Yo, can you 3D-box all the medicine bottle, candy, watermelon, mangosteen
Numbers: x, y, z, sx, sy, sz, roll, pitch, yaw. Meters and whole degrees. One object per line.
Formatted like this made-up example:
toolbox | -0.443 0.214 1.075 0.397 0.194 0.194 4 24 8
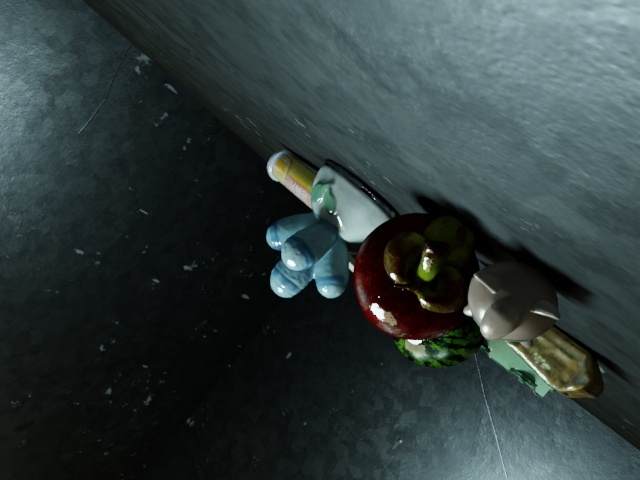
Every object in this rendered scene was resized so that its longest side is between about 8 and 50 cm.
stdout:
medicine bottle | -0.014 -0.146 1.551 0.108 0.108 0.426 38 -178 -46
candy | 0.450 0.211 1.071 0.143 0.101 0.271 29 -167 -49
watermelon | 0.314 0.208 1.381 0.269 0.269 0.269 39 -179 0
mangosteen | 0.165 0.048 0.847 0.215 0.215 0.257 39 158 9

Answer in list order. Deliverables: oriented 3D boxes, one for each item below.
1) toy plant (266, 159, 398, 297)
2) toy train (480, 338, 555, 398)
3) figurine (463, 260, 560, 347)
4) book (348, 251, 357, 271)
toy plant | 0.000 0.000 1.258 0.247 0.332 0.247 41 180 0
toy train | 0.544 0.301 1.493 0.326 0.129 0.159 38 -174 24
figurine | 0.266 0.089 0.729 0.125 0.125 0.138 39 179 19
book | 0.271 0.126 1.827 0.388 0.032 0.269 7 -154 -39
